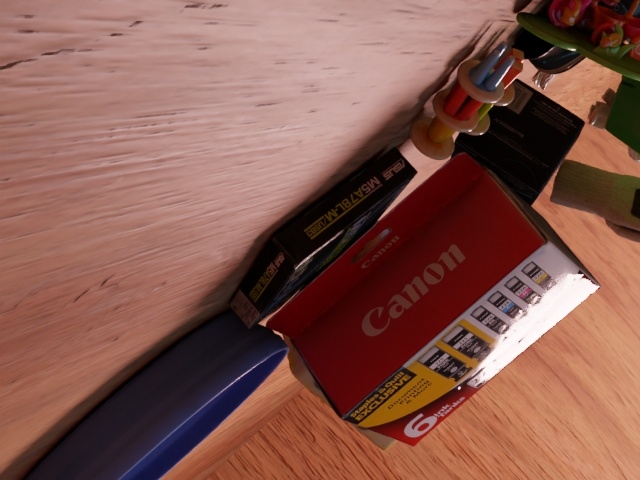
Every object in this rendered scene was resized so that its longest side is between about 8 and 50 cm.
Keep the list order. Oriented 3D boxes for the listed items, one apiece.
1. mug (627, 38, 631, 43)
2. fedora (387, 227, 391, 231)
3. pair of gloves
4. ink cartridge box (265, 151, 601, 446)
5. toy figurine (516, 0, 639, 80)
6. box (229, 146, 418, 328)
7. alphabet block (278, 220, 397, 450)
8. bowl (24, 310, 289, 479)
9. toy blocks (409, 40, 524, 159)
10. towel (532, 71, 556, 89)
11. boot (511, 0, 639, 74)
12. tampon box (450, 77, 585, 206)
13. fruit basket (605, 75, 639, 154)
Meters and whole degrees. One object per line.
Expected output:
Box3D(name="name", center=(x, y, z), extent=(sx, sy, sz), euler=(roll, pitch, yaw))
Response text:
Box3D(name="mug", center=(0.439, -0.309, 1.723), extent=(0.129, 0.097, 0.158), euler=(-46, 171, 35))
Box3D(name="fedora", center=(0.112, 0.025, 2.022), extent=(0.194, 0.079, 0.194), euler=(-35, 169, -8))
Box3D(name="pair of gloves", center=(0.419, -0.098, 1.673), extent=(0.240, 0.204, 0.042), euler=(-55, 167, -35))
Box3D(name="ink cartridge box", center=(0.133, 0.077, 1.528), extent=(0.309, 0.130, 0.272), euler=(-43, 148, 11))
Box3D(name="toy figurine", center=(0.297, -0.258, 1.288), extent=(0.173, 0.130, 0.159), euler=(12, 117, -26))
Box3D(name="box", center=(0.000, 0.000, 1.414), extent=(0.184, 0.045, 0.191), euler=(-35, 171, -29))
Box3D(name="alphabet block", center=(0.081, 0.127, 1.790), extent=(0.197, 0.192, 0.193), euler=(-43, -159, 11))
Box3D(name="bowl", center=(-0.205, 0.226, 1.534), extent=(0.391, 0.077, 0.391), euler=(-41, 172, -7))
Box3D(name="toy blocks", center=(0.167, -0.157, 1.338), extent=(0.123, 0.054, 0.148), euler=(-35, 170, -41))
Box3D(name="towel", center=(0.365, -0.275, 1.823), extent=(0.152, 0.023, 0.113), euler=(-39, 173, -24))
Box3D(name="boot", center=(0.299, -0.253, 1.425), extent=(0.198, 0.077, 0.137), euler=(-46, 167, 18))
Box3D(name="tampon box", center=(0.234, -0.118, 1.588), extent=(0.101, 0.120, 0.161), euler=(-56, 174, -3))
Box3D(name="fruit basket", center=(0.547, -0.207, 1.500), extent=(0.392, 0.392, 0.283), euler=(-47, 171, 34))
